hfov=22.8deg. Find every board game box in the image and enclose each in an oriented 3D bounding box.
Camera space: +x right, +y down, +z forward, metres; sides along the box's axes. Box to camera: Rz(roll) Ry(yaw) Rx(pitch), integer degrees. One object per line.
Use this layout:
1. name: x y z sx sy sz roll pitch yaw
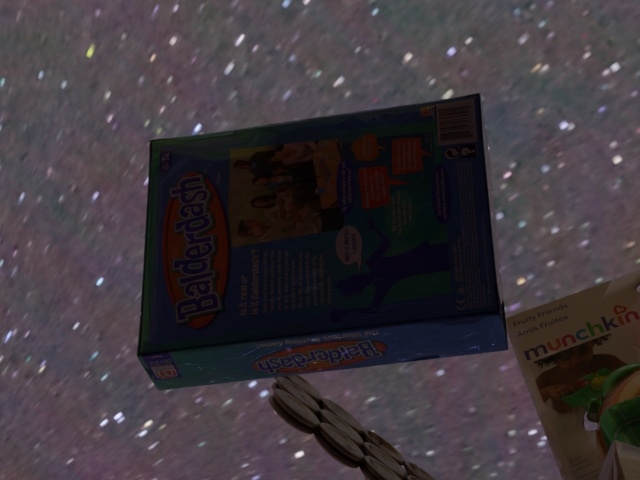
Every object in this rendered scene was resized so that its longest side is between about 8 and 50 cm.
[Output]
1. board game box: 0.000 0.000 0.948 0.210 0.047 0.160 -7 -125 9

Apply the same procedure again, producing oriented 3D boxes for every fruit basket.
1. fruit basket: 0.358 0.118 1.468 0.327 0.165 0.353 -21 -138 6

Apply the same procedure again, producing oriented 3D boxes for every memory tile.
1. memory tile: 0.026 0.139 1.058 0.148 0.113 0.012 37 -84 -4

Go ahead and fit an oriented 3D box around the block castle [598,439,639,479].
1. block castle: 0.231 0.155 0.607 0.213 0.303 0.453 18 -70 -1
